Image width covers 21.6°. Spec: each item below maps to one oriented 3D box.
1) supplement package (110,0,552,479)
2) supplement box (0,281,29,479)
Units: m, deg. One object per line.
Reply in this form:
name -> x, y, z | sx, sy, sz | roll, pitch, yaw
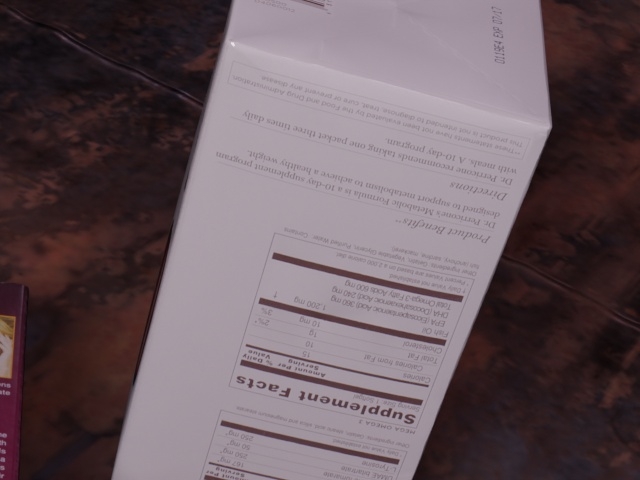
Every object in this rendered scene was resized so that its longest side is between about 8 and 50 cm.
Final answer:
supplement package -> 0.000, 0.000, 0.757 | 0.133, 0.244, 0.139 | 14, 33, -5
supplement box -> -0.178, 0.098, 0.688 | 0.104, 0.081, 0.188 | 8, 36, -13
